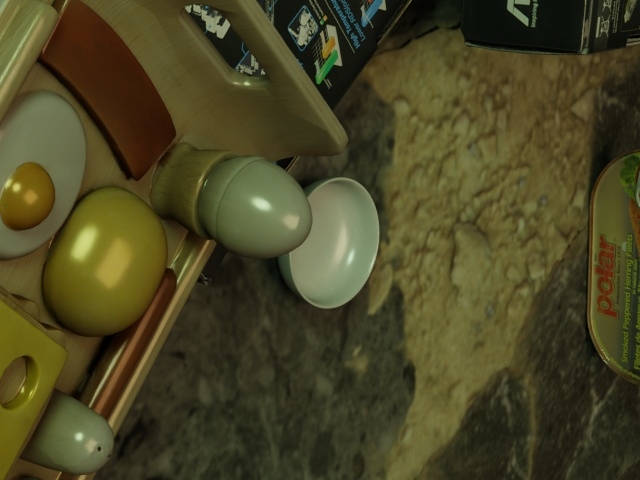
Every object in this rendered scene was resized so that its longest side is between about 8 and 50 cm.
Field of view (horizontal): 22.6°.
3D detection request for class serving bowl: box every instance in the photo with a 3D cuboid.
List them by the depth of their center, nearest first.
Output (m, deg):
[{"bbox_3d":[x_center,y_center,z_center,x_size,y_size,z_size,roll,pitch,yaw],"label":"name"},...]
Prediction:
[{"bbox_3d":[0.000,0.000,1.006,0.083,0.027,0.083,-14,109,-47],"label":"serving bowl"}]

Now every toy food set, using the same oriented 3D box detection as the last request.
[{"bbox_3d":[-0.099,0.030,0.721,0.306,0.092,0.219,-64,150,-15],"label":"toy food set"}]

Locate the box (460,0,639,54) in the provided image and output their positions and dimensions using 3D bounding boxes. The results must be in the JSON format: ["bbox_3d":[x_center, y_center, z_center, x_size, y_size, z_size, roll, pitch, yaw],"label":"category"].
[{"bbox_3d":[0.207,-0.329,1.057,0.318,0.097,0.394,-19,115,-57],"label":"box"}]

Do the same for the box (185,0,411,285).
[{"bbox_3d":[-0.070,-0.179,0.854,0.293,0.073,0.295,-55,134,-23],"label":"box"}]

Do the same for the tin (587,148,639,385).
[{"bbox_3d":[0.261,0.020,1.245,0.040,0.106,0.189,-20,114,-53],"label":"tin"}]
